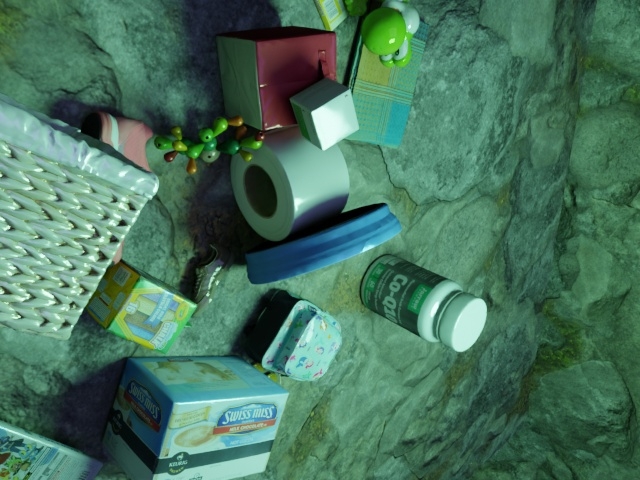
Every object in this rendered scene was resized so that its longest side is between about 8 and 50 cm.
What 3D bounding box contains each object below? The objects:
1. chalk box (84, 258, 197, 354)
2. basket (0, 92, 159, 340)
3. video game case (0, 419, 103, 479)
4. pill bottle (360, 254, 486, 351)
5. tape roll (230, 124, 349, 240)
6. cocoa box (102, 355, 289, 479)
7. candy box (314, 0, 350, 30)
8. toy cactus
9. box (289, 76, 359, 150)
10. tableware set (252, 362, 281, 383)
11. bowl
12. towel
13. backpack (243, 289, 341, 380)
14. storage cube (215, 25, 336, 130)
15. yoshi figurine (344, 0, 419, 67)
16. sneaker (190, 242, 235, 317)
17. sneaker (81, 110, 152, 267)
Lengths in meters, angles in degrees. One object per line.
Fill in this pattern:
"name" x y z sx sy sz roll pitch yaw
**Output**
"chalk box" -0.376 0.153 1.218 0.213 0.132 0.132 41 78 -45
"basket" -0.464 -0.072 0.727 0.331 0.328 0.266 28 89 -48
"video game case" -0.642 0.539 1.089 0.328 0.036 0.300 -55 138 -17
"pill bottle" 0.320 0.193 1.744 0.204 0.361 0.204 -20 120 -38
"tape roll" -0.075 -0.137 1.299 0.169 0.246 0.245 -25 124 -35
"cocoa box" -0.294 0.427 1.346 0.347 0.232 0.227 12 99 -47
"candy box" 0.015 -0.622 1.327 0.105 0.027 0.205 -49 135 -20
"toy cactus" -0.231 -0.192 1.174 0.219 0.180 0.112 -14 87 -12
"box" 0.009 -0.261 1.143 0.102 0.087 0.101 -35 136 -16
"tableware set" -0.177 0.392 1.601 0.154 0.024 0.103 -15 114 -38
"bowl" 0.000 0.000 1.350 0.391 0.391 0.077 -24 97 -35
"towel" 0.178 -0.453 1.556 0.272 0.040 0.369 1 105 -46
"backpack" -0.056 0.281 1.558 0.225 0.191 0.253 -59 142 -8
"storage cube" -0.095 -0.359 1.210 0.193 0.215 0.183 -19 121 -30
"yoshi figurine" 0.167 -0.605 1.340 0.203 0.204 0.361 -12 109 -22
"sneaker" -0.284 0.093 1.344 0.071 0.066 0.188 36 76 -30
"sneaker" -0.391 -0.094 1.106 0.136 0.116 0.313 -8 113 -43
